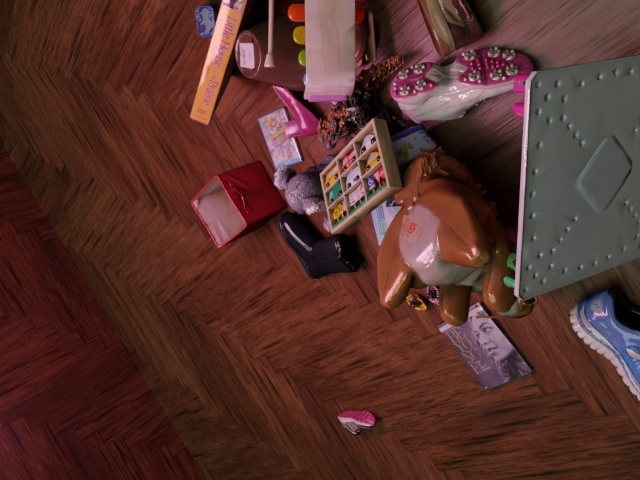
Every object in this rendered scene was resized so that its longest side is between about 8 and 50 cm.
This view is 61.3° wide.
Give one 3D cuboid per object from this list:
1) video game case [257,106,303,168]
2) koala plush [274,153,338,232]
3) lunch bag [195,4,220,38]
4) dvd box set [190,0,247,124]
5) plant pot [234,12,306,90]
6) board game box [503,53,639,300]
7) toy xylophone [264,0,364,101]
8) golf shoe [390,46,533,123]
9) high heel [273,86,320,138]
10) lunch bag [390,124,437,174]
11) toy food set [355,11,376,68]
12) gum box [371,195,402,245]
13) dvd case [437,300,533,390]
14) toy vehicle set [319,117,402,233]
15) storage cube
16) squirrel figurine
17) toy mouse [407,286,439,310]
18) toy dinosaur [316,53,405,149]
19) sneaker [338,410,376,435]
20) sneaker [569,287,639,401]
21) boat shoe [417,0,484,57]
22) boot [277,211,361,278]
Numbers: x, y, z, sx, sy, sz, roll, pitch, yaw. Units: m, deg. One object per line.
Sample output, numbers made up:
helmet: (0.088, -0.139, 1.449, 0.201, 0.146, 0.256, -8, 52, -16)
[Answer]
video game case: (-0.122, -0.310, 1.650, 0.119, 0.015, 0.166, -10, 104, 43)
koala plush: (-0.016, -0.139, 1.479, 0.196, 0.221, 0.203, 48, 122, 22)
lunch bag: (-0.328, -0.655, 1.623, 0.067, 0.065, 0.099, 10, 117, 20)
dvd box set: (-0.238, -0.560, 1.443, 0.062, 0.308, 0.420, 20, 133, -12)
plant pot: (-0.093, -0.475, 1.366, 0.215, 0.230, 0.216, 24, 123, 43)
board game box: (0.492, -0.123, 0.970, 0.050, 0.389, 0.390, 34, 134, 57)
toy xylophone: (-0.011, -0.489, 1.253, 0.081, 0.236, 0.323, -136, 53, -79)
golf shoe: (0.317, -0.338, 1.208, 0.306, 0.115, 0.140, -1, 149, 28)
high heel: (-0.064, -0.413, 1.520, 0.117, 0.082, 0.244, -10, 94, 20)
lunch bag: (0.173, -0.187, 1.329, 0.090, 0.176, 0.219, 58, 148, 7)
toy food set: (0.078, -0.505, 1.371, 0.192, 0.038, 0.133, 12, 113, 46)
gum box: (0.225, -0.066, 1.452, 0.184, 0.041, 0.157, -1, 109, 40)
dvd case: (0.439, 0.287, 1.459, 0.221, 0.018, 0.164, 54, 135, 7)
toy vehicle set: (0.086, -0.141, 1.262, 0.267, 0.035, 0.166, -39, 57, 55)
storage cube: (-0.261, -0.117, 1.741, 0.215, 0.193, 0.184, -33, 88, 44)
squirrel figurine: (0.337, -0.006, 1.193, 0.281, 0.370, 0.397, -44, 40, 42)
toy mouse: (0.287, 0.129, 1.502, 0.161, 0.031, 0.143, 21, 124, 32)
toy dinosaur: (0.096, -0.333, 1.367, 0.219, 0.164, 0.322, 64, 159, 19)
sneaker: (0.135, 0.635, 1.866, 0.170, 0.063, 0.075, -15, 100, 49)
sneaker: (0.695, 0.235, 1.133, 0.330, 0.129, 0.147, 46, 136, 14)
boat shoe: (0.252, -0.572, 1.145, 0.123, 0.123, 0.342, -20, 89, 14)
boot: (0.000, 0.000, 1.640, 0.207, 0.094, 0.247, -18, 105, 48)
